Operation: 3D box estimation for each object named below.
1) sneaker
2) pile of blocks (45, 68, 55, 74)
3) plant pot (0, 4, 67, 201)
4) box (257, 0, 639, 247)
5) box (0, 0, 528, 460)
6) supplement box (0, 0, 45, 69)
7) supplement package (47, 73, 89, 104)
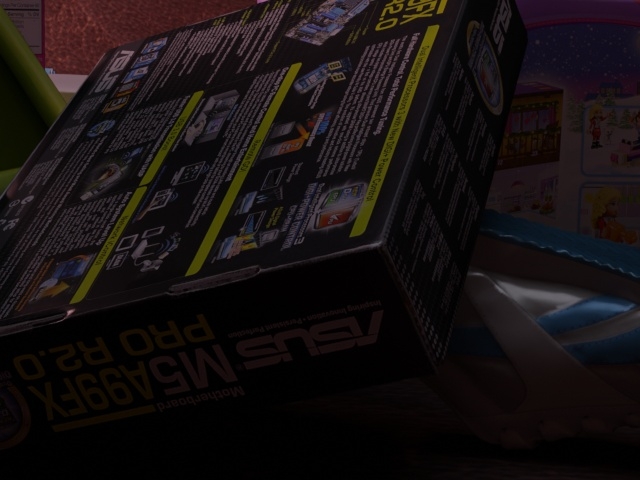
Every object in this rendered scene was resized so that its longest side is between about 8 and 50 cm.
[{"bbox_3d":[0.115,0.049,0.689,0.228,0.092,0.087,17,11,20],"label":"sneaker"},{"bbox_3d":[-0.295,-0.142,1.793,0.112,0.149,0.362,1,7,-4],"label":"pile of blocks"},{"bbox_3d":[-0.277,-0.057,0.764,0.207,0.227,0.228,-36,-3,18],"label":"plant pot"},{"bbox_3d":[0.109,-0.035,0.875,0.293,0.201,0.057,1,8,-12],"label":"box"},{"bbox_3d":[-0.035,-0.025,0.681,0.216,0.060,0.270,-13,29,22],"label":"box"},{"bbox_3d":[-0.330,-0.138,1.478,0.114,0.220,0.111,-4,9,-40],"label":"supplement box"},{"bbox_3d":[-0.177,-0.032,1.003,0.261,0.145,0.204,5,8,20],"label":"supplement package"}]
